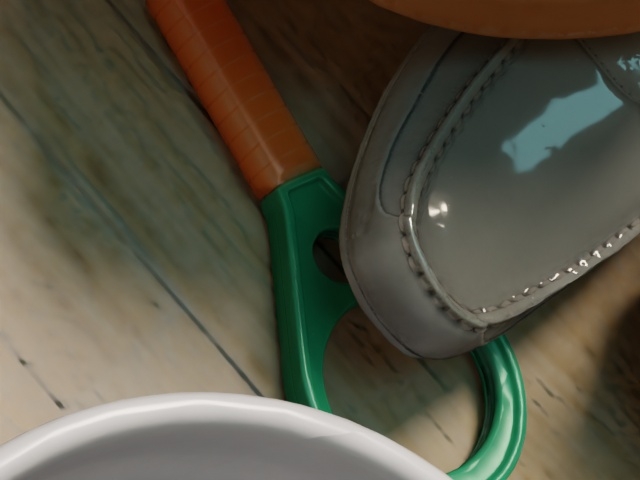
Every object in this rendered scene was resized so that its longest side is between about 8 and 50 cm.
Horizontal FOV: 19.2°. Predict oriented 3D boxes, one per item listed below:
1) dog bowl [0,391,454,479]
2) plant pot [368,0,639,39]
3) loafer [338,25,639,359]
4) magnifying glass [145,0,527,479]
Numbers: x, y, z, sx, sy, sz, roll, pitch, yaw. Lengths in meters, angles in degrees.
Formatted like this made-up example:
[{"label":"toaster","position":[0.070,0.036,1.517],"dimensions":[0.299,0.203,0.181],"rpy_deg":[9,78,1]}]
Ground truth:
[{"label":"dog bowl","position":[-0.039,0.186,0.575],"dimensions":[0.265,0.104,0.265],"rpy_deg":[9,66,-20]},{"label":"plant pot","position":[0.080,-0.204,0.631],"dimensions":[0.291,0.291,0.203],"rpy_deg":[11,62,-19]},{"label":"loafer","position":[0.124,-0.076,0.733],"dimensions":[0.112,0.111,0.319],"rpy_deg":[52,57,-17]},{"label":"magnifying glass","position":[0.000,0.000,0.722],"dimensions":[0.092,0.026,0.231],"rpy_deg":[-25,82,-31]}]
